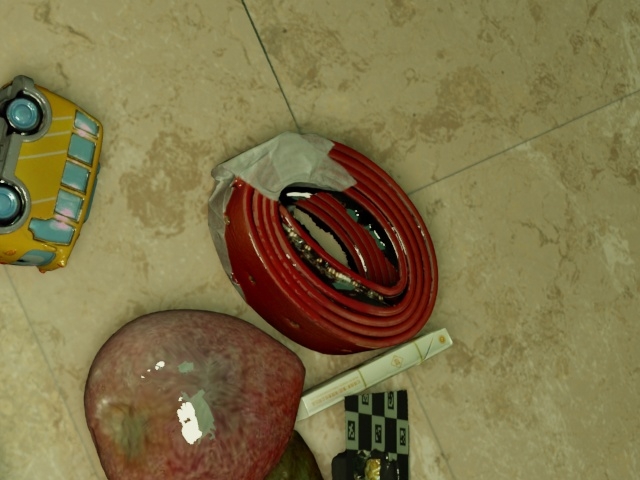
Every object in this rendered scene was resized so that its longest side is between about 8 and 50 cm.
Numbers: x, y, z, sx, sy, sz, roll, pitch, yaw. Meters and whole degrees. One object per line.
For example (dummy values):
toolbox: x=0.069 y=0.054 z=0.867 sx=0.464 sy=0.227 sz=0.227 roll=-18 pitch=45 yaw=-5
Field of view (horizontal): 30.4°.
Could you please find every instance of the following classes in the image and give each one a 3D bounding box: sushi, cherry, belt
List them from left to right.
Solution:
cherry: x=-0.141 y=0.190 z=1.322 sx=0.239 sy=0.206 sz=0.239 roll=36 pitch=34 yaw=-29
belt: x=0.000 y=0.000 z=1.478 sx=0.324 sy=0.115 sz=0.227 roll=45 pitch=61 yaw=-14
sushi: x=0.051 y=0.281 z=1.443 sx=0.215 sy=0.050 sz=0.192 roll=15 pitch=72 yaw=-65

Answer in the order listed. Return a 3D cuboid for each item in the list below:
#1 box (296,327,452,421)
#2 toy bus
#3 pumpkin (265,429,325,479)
box: x=0.047 y=0.171 z=1.459 sx=0.220 sy=0.122 sz=0.032 roll=-23 pitch=84 yaw=-29
toy bus: x=-0.324 y=-0.065 z=1.320 sx=0.136 sy=0.126 sz=0.210 roll=20 pitch=70 yaw=-31
pumpkin: x=-0.069 y=0.393 z=1.367 sx=0.290 sy=0.095 sz=0.258 roll=-33 pitch=92 yaw=-32
